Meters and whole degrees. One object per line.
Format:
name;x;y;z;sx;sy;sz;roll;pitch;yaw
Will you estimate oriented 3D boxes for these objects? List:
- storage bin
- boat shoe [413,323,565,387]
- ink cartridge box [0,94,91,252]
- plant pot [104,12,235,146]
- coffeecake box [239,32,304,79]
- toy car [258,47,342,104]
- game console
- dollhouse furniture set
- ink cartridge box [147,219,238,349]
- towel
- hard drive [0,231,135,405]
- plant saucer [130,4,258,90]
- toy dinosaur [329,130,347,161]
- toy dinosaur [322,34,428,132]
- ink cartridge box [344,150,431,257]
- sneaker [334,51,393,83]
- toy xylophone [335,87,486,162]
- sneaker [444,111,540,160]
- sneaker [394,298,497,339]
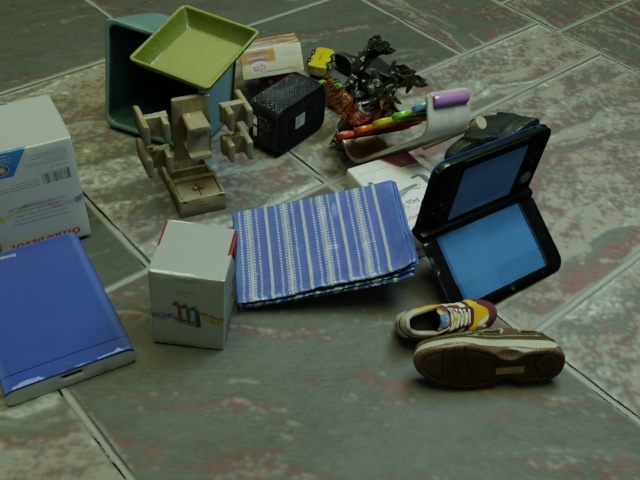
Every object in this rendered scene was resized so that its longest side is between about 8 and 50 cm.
storage bin;-0.074;-0.287;1.828;0.084;0.122;0.180;28;47;24
boat shoe;0.276;0.189;1.369;0.257;0.095;0.095;5;28;-10
ink cartridge box;-0.553;-0.119;1.515;0.171;0.233;0.168;-18;44;-23
plant pot;-0.315;-0.385;1.840;0.247;0.248;0.252;19;33;15
coffeecake box;-0.120;-0.437;1.908;0.142;0.068;0.185;-10;21;-3
toy car;-0.009;-0.386;1.997;0.239;0.053;0.225;-29;52;-31
game console;0.335;-0.040;1.482;0.293;0.250;0.173;-22;54;-29
dollhouse furniture set;-0.263;-0.195;1.619;0.212;0.242;0.161;-14;45;-20
ink cartridge box;-0.213;0.078;1.371;0.127;0.176;0.128;8;43;0
towel;0.000;0.000;1.506;0.335;0.040;0.243;-11;48;3
hard drive;-0.476;0.122;1.397;0.210;0.040;0.319;-19;47;-24
plant saucer;-0.245;-0.371;1.594;0.188;0.045;0.188;24;58;18
toy dinosaur;0.064;-0.215;1.825;0.082;0.047;0.090;30;34;1
toy dinosaur;0.104;-0.316;1.771;0.164;0.218;0.322;44;20;1
ink cartridge box;0.169;-0.072;1.636;0.158;0.092;0.218;-19;49;-24
sneaker;0.122;-0.445;2.079;0.170;0.051;0.089;38;51;25
toy xylophone;0.195;-0.235;1.698;0.236;0.081;0.322;-14;0;-43
sneaker;0.369;-0.221;1.830;0.286;0.109;0.130;-22;38;-36
sneaker;0.224;0.140;1.398;0.185;0.084;0.070;-10;84;-7
